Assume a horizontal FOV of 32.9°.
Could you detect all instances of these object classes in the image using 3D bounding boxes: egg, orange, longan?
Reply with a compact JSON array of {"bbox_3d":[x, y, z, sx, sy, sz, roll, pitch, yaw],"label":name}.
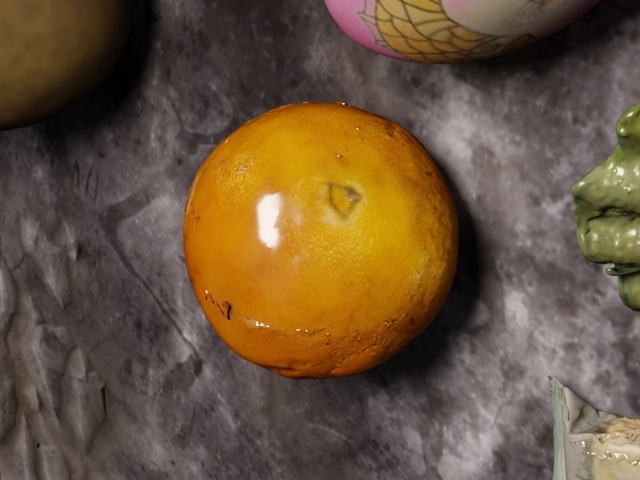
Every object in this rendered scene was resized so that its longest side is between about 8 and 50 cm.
[{"bbox_3d":[0.111,-0.225,0.776,0.271,0.196,0.196,-22,89,63],"label":"egg"},{"bbox_3d":[0.000,0.000,0.926,0.240,0.240,0.239,17,116,38],"label":"orange"},{"bbox_3d":[-0.355,-0.286,1.084,0.361,0.361,0.360,17,116,38],"label":"longan"}]

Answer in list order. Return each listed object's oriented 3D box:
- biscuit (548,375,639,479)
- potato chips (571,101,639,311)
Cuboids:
[{"bbox_3d":[0.308,0.223,0.833,0.309,0.079,0.186,8,108,39],"label":"biscuit"},{"bbox_3d":[0.336,0.015,0.612,0.389,0.097,0.373,12,141,46],"label":"potato chips"}]
